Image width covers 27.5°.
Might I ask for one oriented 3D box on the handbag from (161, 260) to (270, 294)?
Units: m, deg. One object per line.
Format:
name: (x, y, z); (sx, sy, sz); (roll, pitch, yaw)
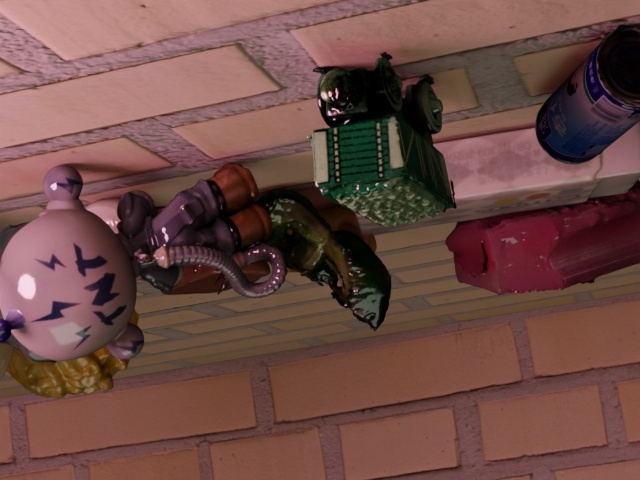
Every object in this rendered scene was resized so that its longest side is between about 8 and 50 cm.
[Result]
handbag: (-0.179, 0.043, 2.228); (0.151, 0.072, 0.193); (1, 165, -39)

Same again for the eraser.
eraser: (0.241, -0.088, 1.829); (0.397, 0.082, 0.213); (-9, 171, 3)

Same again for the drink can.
drink can: (0.321, -0.161, 1.487); (0.097, 0.097, 0.235); (-7, 169, -8)

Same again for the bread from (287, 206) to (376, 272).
bread: (0.000, -0.002, 2.086); (0.134, 0.085, 0.173); (12, 159, -38)

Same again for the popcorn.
popcorn: (-0.424, 0.142, 2.181); (0.249, 0.249, 0.225); (-10, 132, 11)

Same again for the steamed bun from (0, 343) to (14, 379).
steamed bun: (-0.666, 0.158, 1.796); (0.456, 0.290, 0.371); (-42, 168, -8)

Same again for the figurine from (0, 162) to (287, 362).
figurine: (-0.258, 0.018, 1.646); (0.382, 0.261, 0.186); (-27, -175, -24)

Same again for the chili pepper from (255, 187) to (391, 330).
chili pepper: (0.002, 0.021, 1.941); (0.148, 0.264, 0.116); (-51, -173, 32)

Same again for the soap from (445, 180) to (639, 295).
soap: (0.358, -0.010, 1.998); (0.325, 0.127, 0.220); (-14, -167, -20)

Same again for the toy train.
toy train: (0.072, -0.108, 1.420); (0.115, 0.154, 0.269); (-14, 168, 16)

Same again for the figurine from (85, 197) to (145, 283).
figurine: (-0.281, 0.015, 1.882); (0.155, 0.127, 0.235); (-28, 169, 6)
